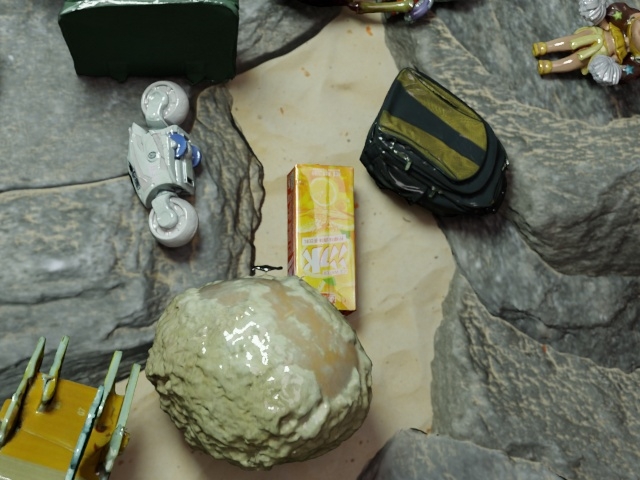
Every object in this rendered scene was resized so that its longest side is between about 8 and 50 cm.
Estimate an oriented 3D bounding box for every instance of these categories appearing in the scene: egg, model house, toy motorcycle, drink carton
[{"bbox_3d":[-0.080,0.176,1.343,0.310,0.279,0.279,12,72,23],"label":"egg"},{"bbox_3d":[-0.352,0.261,1.207,0.242,0.358,0.313,15,76,-7],"label":"model house"},{"bbox_3d":[-0.236,-0.112,1.469,0.112,0.112,0.254,-2,77,-13],"label":"toy motorcycle"},{"bbox_3d":[0.000,0.000,1.498,0.096,0.071,0.223,2,77,-12],"label":"drink carton"}]

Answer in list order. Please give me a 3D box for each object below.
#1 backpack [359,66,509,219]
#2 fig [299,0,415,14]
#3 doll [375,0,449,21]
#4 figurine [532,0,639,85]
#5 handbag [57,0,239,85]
[{"bbox_3d":[0.187,-0.133,1.548,0.258,0.133,0.206,30,64,-10],"label":"backpack"},{"bbox_3d":[0.004,-0.437,1.566,0.204,0.186,0.250,-44,122,-31],"label":"fig"},{"bbox_3d":[0.199,-0.434,1.646,0.227,0.075,0.102,-25,73,-5],"label":"doll"},{"bbox_3d":[0.481,-0.327,1.659,0.240,0.116,0.175,-8,76,-8],"label":"figurine"},{"bbox_3d":[-0.240,-0.302,1.421,0.247,0.260,0.079,-2,75,-9],"label":"handbag"}]
